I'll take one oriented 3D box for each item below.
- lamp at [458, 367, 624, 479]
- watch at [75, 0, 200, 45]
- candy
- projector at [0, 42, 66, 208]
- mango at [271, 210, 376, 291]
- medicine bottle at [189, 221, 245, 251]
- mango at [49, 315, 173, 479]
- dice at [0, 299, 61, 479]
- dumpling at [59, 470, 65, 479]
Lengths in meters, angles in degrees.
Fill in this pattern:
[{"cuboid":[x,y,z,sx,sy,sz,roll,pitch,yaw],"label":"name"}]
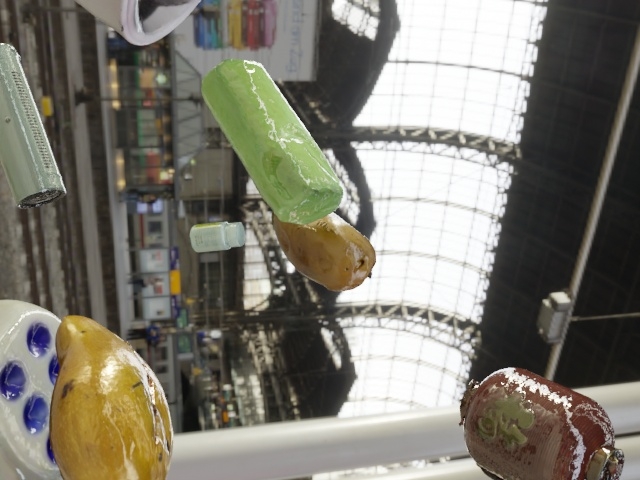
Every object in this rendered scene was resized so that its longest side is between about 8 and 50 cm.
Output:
[{"cuboid":[0.323,0.297,1.035,0.258,0.180,0.180,22,-63,47],"label":"lamp"},{"cuboid":[-0.196,-0.307,0.662,0.244,0.196,0.231,-53,-179,-27],"label":"watch"},{"cuboid":[-0.092,-0.182,1.241,0.344,0.132,0.142,57,2,24],"label":"candy"},{"cuboid":[-0.642,-0.240,1.469,0.108,0.108,0.338,143,-74,-73],"label":"projector"},{"cuboid":[0.000,0.000,1.379,0.248,0.151,0.156,44,-25,27],"label":"mango"},{"cuboid":[-0.171,-0.007,1.154,0.047,0.083,0.047,-6,90,-76],"label":"medicine bottle"},{"cuboid":[-0.268,0.209,0.896,0.177,0.120,0.295,53,7,-42],"label":"mango"},{"cuboid":[-0.612,0.304,1.243,0.304,0.304,0.277,-81,152,-61],"label":"dice"},{"cuboid":[-0.333,0.395,1.016,0.155,0.111,0.181,26,-62,52],"label":"dumpling"}]
